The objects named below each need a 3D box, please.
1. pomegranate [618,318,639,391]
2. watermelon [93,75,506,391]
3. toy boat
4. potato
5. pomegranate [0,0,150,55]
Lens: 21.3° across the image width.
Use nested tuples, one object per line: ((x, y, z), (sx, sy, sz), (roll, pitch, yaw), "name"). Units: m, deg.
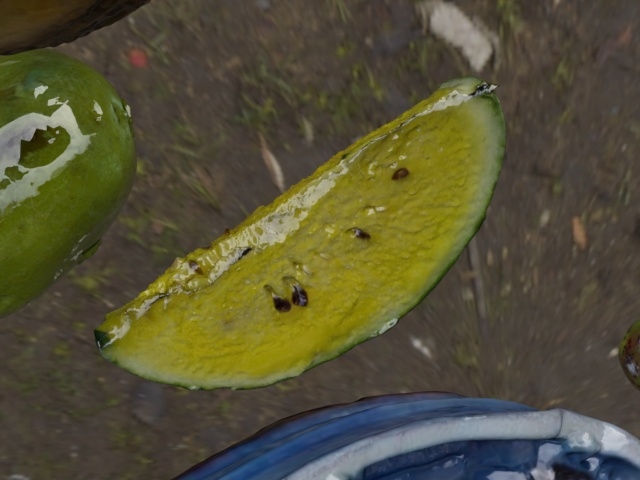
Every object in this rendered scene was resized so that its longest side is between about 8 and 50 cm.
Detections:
((0.285, 0.096, 1.396), (0.073, 0.084, 0.073), (-5, 100, -28), "pomegranate")
((0.000, 0.000, 1.111), (0.301, 0.129, 0.123), (-36, 69, 5), "watermelon")
((0.020, 0.136, 0.658), (0.309, 0.142, 0.129), (-17, 113, -33), "toy boat")
((-0.236, -0.034, 1.214), (0.253, 0.186, 0.148), (-22, 121, 31), "potato")
((-0.151, -0.232, 0.720), (0.322, 0.322, 0.322), (-1, 83, 6), "pomegranate")
